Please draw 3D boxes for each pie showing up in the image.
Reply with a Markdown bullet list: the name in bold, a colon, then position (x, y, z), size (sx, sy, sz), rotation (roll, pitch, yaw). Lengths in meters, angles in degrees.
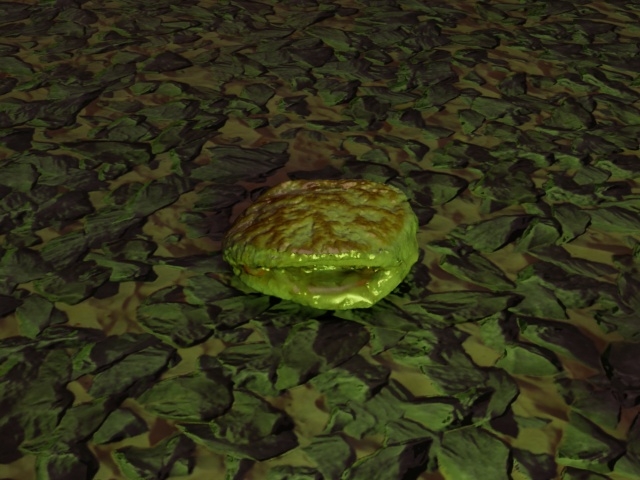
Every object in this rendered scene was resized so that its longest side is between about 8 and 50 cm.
- **pie**: position (0.000, 0.000, 1.052), size (0.205, 0.084, 0.179), rotation (0, 30, 2)
